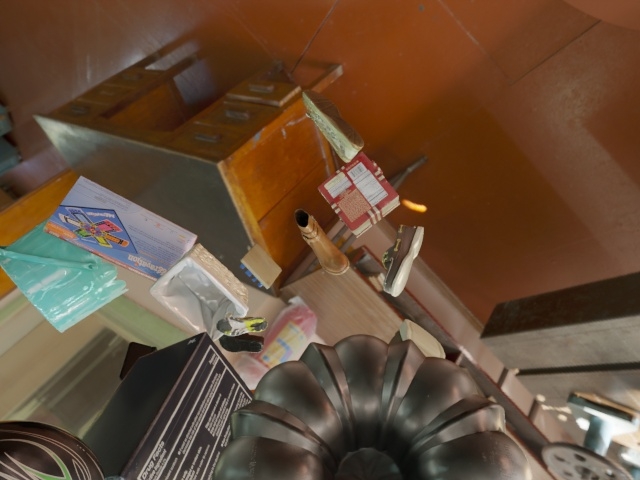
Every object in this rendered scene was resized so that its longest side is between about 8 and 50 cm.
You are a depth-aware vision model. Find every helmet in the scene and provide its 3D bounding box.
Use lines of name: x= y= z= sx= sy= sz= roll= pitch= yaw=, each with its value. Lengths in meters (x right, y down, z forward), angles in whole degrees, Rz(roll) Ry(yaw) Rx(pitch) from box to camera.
helmet: x=-0.309 y=0.271 z=0.458 sx=0.162 sy=0.169 sz=0.169 roll=12 pitch=141 yaw=12

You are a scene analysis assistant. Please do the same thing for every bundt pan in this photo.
bundt pan: x=0.045 y=0.228 z=0.427 sx=0.331 sy=0.331 sz=0.124 roll=25 pitch=143 yaw=25

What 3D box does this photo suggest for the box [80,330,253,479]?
box: x=-0.229 y=0.371 z=0.753 sx=0.183 sy=0.296 sz=0.294 roll=-23 pitch=111 yaw=19

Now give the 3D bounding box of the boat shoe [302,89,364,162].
boat shoe: x=0.024 y=-0.387 z=1.504 sx=0.285 sy=0.105 sz=0.089 roll=53 pitch=133 yaw=15

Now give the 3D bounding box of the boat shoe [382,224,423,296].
boat shoe: x=0.273 y=0.061 z=1.565 sx=0.097 sy=0.324 sz=0.116 roll=15 pitch=139 yaw=20

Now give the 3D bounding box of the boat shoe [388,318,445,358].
boat shoe: x=0.136 y=0.211 z=0.694 sx=0.109 sy=0.091 sz=0.305 roll=37 pitch=-168 yaw=7

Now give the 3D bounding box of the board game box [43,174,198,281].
board game box: x=-0.427 y=-0.015 z=0.990 sx=0.281 sy=0.145 sz=0.027 roll=30 pitch=143 yaw=-21

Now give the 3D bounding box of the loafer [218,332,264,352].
loafer: x=-0.347 y=0.452 z=2.001 sx=0.220 sy=0.078 sz=0.080 roll=6 pitch=108 yaw=15

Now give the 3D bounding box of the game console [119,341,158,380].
game console: x=-0.528 y=0.376 z=1.326 sx=0.071 sy=0.122 sz=0.107 roll=0 pitch=139 yaw=0

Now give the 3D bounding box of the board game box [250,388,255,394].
board game box: x=-0.185 y=0.745 z=1.476 sx=0.356 sy=0.356 sz=0.356 roll=-8 pitch=119 yaw=7

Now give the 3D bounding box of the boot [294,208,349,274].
boot: x=0.000 y=0.000 z=1.842 sx=0.283 sy=0.109 sz=0.220 roll=57 pitch=179 yaw=43

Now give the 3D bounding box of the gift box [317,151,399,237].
gift box: x=0.151 y=-0.191 z=1.754 sx=0.276 sy=0.255 sz=0.258 roll=57 pitch=-175 yaw=9

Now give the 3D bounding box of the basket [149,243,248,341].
basket: x=-0.238 y=0.103 z=0.914 sx=0.167 sy=0.113 sz=0.103 roll=47 pitch=-170 yaw=-16

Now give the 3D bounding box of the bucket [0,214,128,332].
bucket: x=-0.638 y=0.078 z=1.111 sx=0.281 sy=0.183 sz=0.281 roll=35 pitch=148 yaw=25

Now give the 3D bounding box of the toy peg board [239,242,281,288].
toy peg board: x=-0.266 y=0.121 z=1.883 sx=0.079 sy=0.160 sz=0.161 roll=-38 pitch=100 yaw=27

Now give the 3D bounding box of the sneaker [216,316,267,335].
sneaker: x=-0.132 y=0.143 z=0.749 sx=0.083 sy=0.031 sz=0.035 roll=3 pitch=170 yaw=-16
